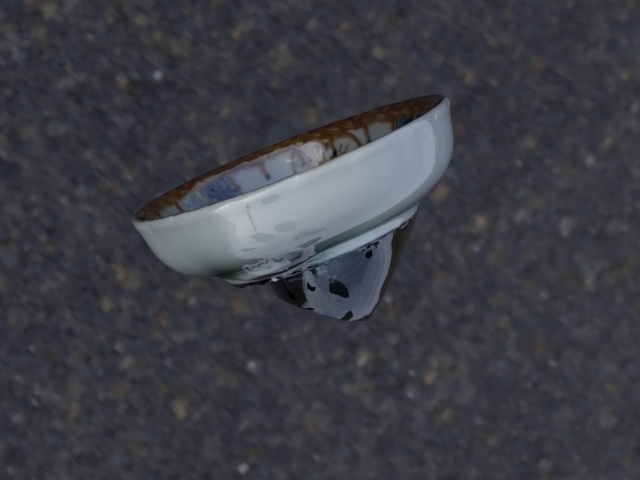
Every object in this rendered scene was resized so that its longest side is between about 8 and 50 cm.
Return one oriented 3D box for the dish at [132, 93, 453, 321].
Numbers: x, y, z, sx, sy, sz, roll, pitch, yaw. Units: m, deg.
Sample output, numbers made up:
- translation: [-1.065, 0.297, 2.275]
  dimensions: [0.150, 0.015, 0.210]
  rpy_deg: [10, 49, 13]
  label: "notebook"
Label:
- translation: [0.000, 0.000, 0.785]
  dimensions: [0.141, 0.141, 0.078]
  rpy_deg: [-25, 99, -24]
  label: "dish"
